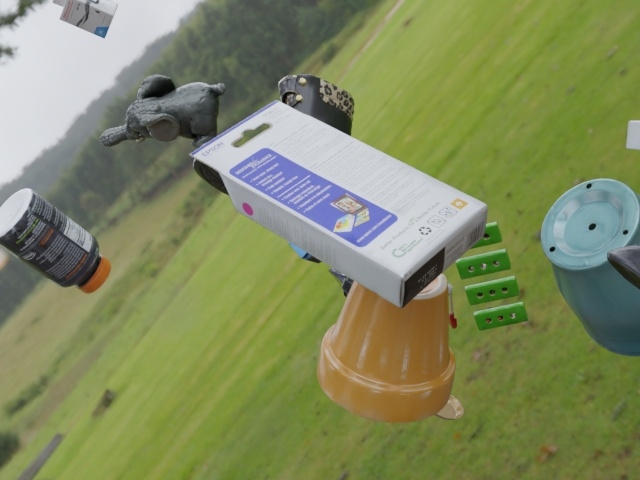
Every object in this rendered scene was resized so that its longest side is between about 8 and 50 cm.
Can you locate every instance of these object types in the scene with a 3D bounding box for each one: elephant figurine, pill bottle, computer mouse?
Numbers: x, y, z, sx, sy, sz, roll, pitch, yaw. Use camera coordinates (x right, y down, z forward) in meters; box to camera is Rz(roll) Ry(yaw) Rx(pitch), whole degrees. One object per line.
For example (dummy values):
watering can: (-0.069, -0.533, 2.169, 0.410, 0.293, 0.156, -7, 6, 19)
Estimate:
elephant figurine: (-0.356, -0.280, 2.185, 0.169, 0.240, 0.185, -139, 53, -59)
pill bottle: (-0.552, 0.012, 2.032, 0.130, 0.246, 0.130, -29, 37, 25)
computer mouse: (0.540, 0.086, 1.413, 0.060, 0.184, 0.262, -49, 28, 2)

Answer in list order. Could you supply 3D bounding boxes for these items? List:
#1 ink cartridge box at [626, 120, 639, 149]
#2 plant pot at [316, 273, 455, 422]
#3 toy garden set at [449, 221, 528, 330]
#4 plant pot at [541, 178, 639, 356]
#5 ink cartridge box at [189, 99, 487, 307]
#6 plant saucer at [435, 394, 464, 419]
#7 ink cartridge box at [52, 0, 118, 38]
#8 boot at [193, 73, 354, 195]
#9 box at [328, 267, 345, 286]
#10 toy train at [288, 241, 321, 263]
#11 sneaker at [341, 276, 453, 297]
ink cartridge box: (0.673, -0.204, 1.906, 0.099, 0.056, 0.135, 13, 15, 42)
plant pot: (0.106, 0.130, 1.435, 0.205, 0.205, 0.187, -71, -10, -61)
toy garden set: (0.308, 0.080, 2.068, 0.204, 0.244, 0.049, -14, 27, 18)
plant pot: (0.528, 0.032, 1.733, 0.272, 0.255, 0.271, -25, 46, 30)
ink cartridge box: (0.018, -0.061, 1.285, 0.176, 0.371, 0.069, -37, -35, -33)
plant saucer: (0.240, 0.326, 1.920, 0.083, 0.084, 0.015, -72, 2, -62)
ink cartridge box: (-0.326, -0.317, 1.338, 0.048, 0.083, 0.028, -51, 23, 47)
boot: (-0.083, -0.224, 2.127, 0.138, 0.378, 0.284, 143, 136, -60)
box: (0.176, 0.051, 2.486, 0.261, 0.103, 0.184, -42, 29, -6)
toy train: (0.000, 0.000, 2.045, 0.080, 0.105, 0.184, -49, -33, 15)
sneaker: (0.130, 0.094, 1.782, 0.121, 0.217, 0.079, -64, 28, 10)
